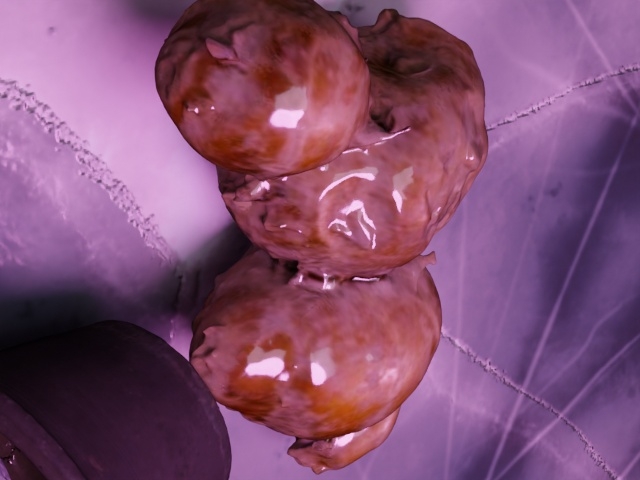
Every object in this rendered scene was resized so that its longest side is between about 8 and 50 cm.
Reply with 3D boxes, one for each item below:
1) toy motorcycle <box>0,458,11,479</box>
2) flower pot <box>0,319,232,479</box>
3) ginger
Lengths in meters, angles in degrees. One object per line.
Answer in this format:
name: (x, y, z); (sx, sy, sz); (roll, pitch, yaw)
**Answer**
toy motorcycle: (-0.269, 0.215, 0.832); (0.109, 0.198, 0.296); (-32, 137, -53)
flower pot: (-0.154, 0.144, 0.876); (0.148, 0.235, 0.235); (-37, 123, -42)
ginger: (0.000, 0.000, 0.936); (0.256, 0.176, 0.375); (-29, 130, -44)
